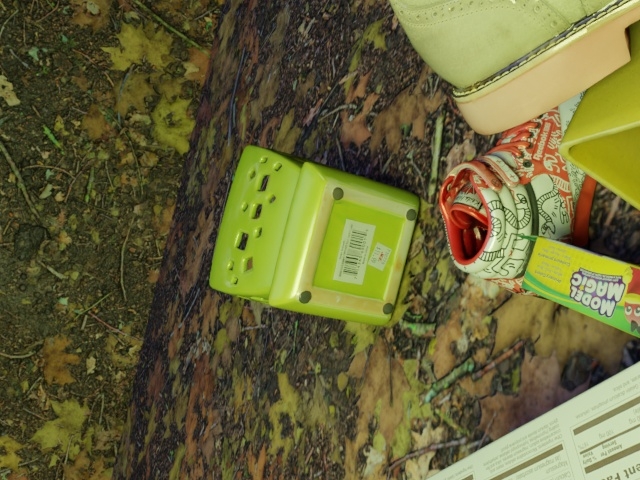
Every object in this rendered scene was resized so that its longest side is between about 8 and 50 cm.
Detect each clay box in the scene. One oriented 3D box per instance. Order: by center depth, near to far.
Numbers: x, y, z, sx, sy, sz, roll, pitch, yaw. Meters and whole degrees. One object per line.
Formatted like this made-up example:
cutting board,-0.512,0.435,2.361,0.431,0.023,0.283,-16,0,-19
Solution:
clay box,0.261,0.049,0.537,0.222,0.128,0.053,27,101,64

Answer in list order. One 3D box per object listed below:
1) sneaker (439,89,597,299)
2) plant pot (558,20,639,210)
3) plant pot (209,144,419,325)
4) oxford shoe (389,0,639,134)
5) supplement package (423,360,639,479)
sneaker,0.203,-0.082,0.698,0.090,0.145,0.270,-12,66,62
plant pot,0.320,-0.110,0.432,0.212,0.212,0.187,-13,53,62
plant pot,0.000,0.000,0.988,0.207,0.227,0.228,17,92,58
oxford shoe,0.205,-0.222,0.382,0.397,0.146,0.140,-37,17,29
supplement package,0.220,0.202,0.452,0.262,0.204,0.145,-49,36,43
